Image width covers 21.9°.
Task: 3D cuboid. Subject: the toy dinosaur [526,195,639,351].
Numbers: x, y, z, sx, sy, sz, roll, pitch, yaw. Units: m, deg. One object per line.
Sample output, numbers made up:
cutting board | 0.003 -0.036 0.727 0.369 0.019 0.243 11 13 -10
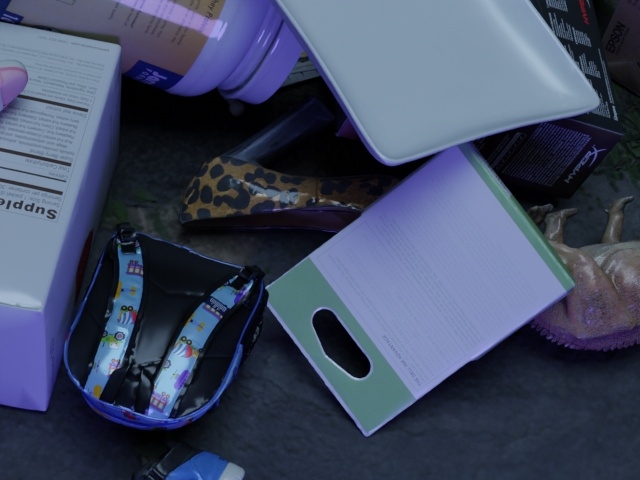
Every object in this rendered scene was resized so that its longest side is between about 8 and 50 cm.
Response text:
toy dinosaur | 0.286 0.056 1.555 0.296 0.127 0.200 -11 84 -2

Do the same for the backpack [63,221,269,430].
backpack | -0.141 0.094 1.449 0.158 0.117 0.173 18 54 2

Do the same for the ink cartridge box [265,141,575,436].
ink cartridge box | 0.088 0.041 1.502 0.235 0.056 0.171 -37 89 9

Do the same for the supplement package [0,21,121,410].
supplement package | -0.292 -0.027 1.468 0.175 0.177 0.293 11 55 -1

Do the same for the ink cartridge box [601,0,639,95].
ink cartridge box | 0.393 -0.289 1.731 0.088 0.234 0.193 33 56 12

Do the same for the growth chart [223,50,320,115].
growth chart | -0.033 -0.229 1.748 0.237 0.021 0.172 -24 62 -24

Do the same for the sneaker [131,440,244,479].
sneaker | -0.130 0.234 1.389 0.084 0.058 0.152 27 51 2

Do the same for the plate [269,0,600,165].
plate | 0.081 -0.192 1.497 0.277 0.045 0.278 -18 66 -37

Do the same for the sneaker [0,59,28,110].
sneaker | -0.295 -0.097 1.377 0.134 0.051 0.070 -26 64 -19

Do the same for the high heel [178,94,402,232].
high heel | 0.000 0.000 1.567 0.186 0.093 0.261 -37 69 -19

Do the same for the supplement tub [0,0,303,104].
supplement tub | -0.171 -0.269 1.560 0.316 0.228 0.228 19 52 -21

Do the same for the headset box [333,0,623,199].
headset box | 0.133 -0.185 1.635 0.293 0.110 0.218 14 47 -21
